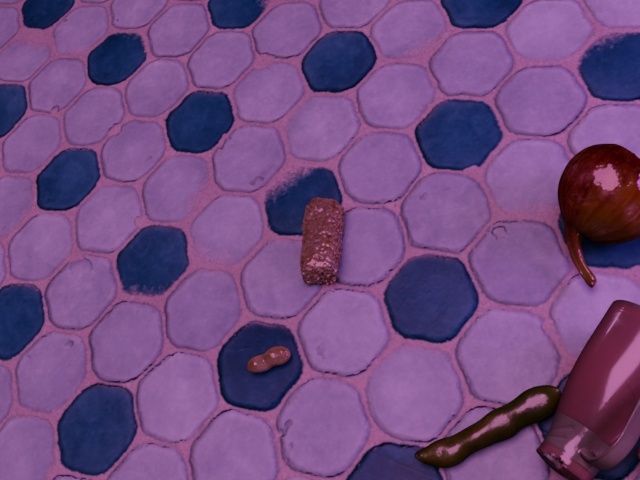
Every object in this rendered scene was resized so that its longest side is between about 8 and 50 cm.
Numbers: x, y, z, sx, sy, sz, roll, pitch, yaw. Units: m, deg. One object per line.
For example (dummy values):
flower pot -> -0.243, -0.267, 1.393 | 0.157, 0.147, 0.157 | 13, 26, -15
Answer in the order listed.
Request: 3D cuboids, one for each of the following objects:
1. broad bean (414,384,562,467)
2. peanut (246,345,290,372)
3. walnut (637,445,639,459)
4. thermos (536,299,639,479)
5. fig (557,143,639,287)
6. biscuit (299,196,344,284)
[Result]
broad bean -> 0.266, 0.297, 1.316 | 0.256, 0.052, 0.053 | -28, 14, 6
peanut -> -0.093, 0.215, 1.500 | 0.083, 0.037, 0.037 | -28, 56, -1
walnut -> 0.568, 0.290, 1.154 | 0.245, 0.137, 0.137 | -3, 61, 19
thermos -> 0.428, 0.234, 1.225 | 0.146, 0.176, 0.265 | 38, 81, -5
fig -> 0.459, -0.055, 1.389 | 0.207, 0.175, 0.175 | -49, 55, 13
biscuit -> 0.000, 0.000, 1.571 | 0.082, 0.070, 0.168 | 1, 60, 11
